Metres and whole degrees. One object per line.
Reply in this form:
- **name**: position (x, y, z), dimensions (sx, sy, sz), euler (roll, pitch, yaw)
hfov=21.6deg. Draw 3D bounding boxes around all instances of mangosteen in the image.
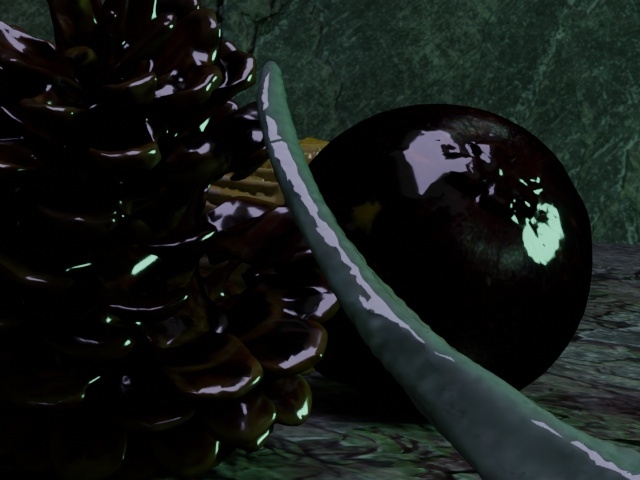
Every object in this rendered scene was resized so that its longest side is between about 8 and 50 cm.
- **mangosteen**: position (0.072, 0.027, 1.201), dimensions (0.228, 0.228, 0.265), euler (3, -34, -22)

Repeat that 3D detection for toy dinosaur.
- **toy dinosaur**: position (0.082, 0.091, 0.428), dimensions (0.205, 0.092, 0.393), euler (6, 29, -48)

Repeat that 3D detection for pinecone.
- **pinecone**: position (-0.104, -0.008, 0.912), dimensions (0.246, 0.292, 0.246), euler (0, 37, 0)

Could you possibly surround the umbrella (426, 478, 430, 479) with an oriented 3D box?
- **umbrella**: position (0.068, 0.137, 0.879), dimensions (0.022, 0.022, 0.149), euler (42, 3, -4)

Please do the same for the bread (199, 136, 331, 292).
- **bread**: position (0.000, 0.000, 1.448), dimensions (0.133, 0.179, 0.250), euler (4, 3, 40)
